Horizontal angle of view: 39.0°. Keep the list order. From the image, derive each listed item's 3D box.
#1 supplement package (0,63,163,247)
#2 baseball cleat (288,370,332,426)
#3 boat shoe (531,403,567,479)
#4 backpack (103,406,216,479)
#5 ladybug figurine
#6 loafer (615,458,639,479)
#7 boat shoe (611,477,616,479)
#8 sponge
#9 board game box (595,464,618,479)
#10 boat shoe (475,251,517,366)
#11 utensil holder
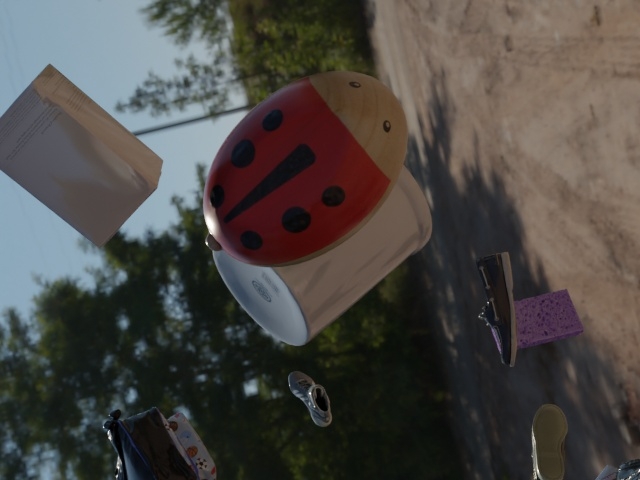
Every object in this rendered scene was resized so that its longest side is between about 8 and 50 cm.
[{"bbox_3d":[-0.469,-0.161,1.725,0.293,0.175,0.177,41,-168,-18],"label":"supplement package"},{"bbox_3d":[-0.023,0.408,2.462,0.206,0.072,0.109,47,147,40],"label":"baseball cleat"},{"bbox_3d":[0.528,0.483,2.104,0.228,0.081,0.069,-70,-16,-48],"label":"boat shoe"},{"bbox_3d":[-0.362,0.539,2.059,0.276,0.213,0.263,52,139,41],"label":"backpack"},{"bbox_3d":[-0.044,-0.124,1.657,0.305,0.449,0.162,49,-168,5],"label":"ladybug figurine"},{"bbox_3d":[0.536,0.375,1.414,0.223,0.076,0.078,119,165,-62],"label":"loafer"},{"bbox_3d":[0.701,0.508,1.944,0.080,0.223,0.073,-112,8,-60],"label":"boat shoe"},{"bbox_3d":[0.520,0.195,2.201,0.031,0.210,0.117,77,180,-60],"label":"sponge"},{"bbox_3d":[0.697,0.689,2.040,0.318,0.318,0.066,12,139,54],"label":"board game box"},{"bbox_3d":[0.318,0.125,1.632,0.075,0.065,0.206,-3,-92,-76],"label":"boat shoe"},{"bbox_3d":[0.000,0.000,2.008,0.327,0.385,0.328,38,153,24],"label":"utensil holder"}]
